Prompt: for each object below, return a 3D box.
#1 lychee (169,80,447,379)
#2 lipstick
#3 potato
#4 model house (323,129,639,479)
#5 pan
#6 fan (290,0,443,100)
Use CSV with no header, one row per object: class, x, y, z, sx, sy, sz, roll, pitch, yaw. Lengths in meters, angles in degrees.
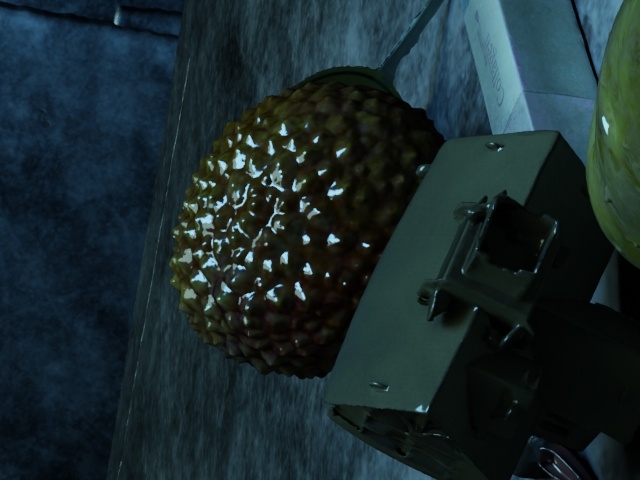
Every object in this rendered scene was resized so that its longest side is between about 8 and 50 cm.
lychee,0.000,0.000,1.668,0.267,0.268,0.267,-174,90,-75
lipstick,0.165,-0.128,1.511,0.317,0.068,0.066,-99,21,-44
potato,0.219,-0.080,1.074,0.296,0.141,0.191,67,-146,-73
model house,0.129,0.045,1.263,0.243,0.204,0.211,103,-167,-71
pan,0.165,0.148,1.451,0.212,0.040,0.114,-110,24,-60
fan,0.026,-0.099,1.846,0.011,0.229,0.335,33,89,39
